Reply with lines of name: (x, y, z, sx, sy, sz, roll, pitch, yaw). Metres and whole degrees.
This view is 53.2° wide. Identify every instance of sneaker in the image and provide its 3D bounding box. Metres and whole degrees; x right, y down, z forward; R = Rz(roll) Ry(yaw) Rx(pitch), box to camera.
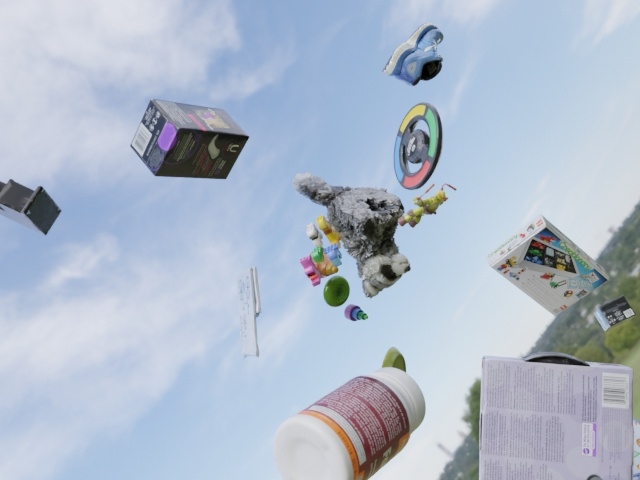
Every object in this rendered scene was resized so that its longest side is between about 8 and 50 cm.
sneaker: (0.327, -0.585, 2.066, 0.330, 0.147, 0.129, -50, -2, -39)

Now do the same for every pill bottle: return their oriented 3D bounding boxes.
pill bottle: (0.088, 0.473, 1.601, 0.392, 0.224, 0.224, -18, -40, -50)

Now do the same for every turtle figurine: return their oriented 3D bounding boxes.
turtle figurine: (0.404, -0.128, 2.411, 0.217, 0.087, 0.270, -40, -14, 35)

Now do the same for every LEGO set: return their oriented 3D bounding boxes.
LEGO set: (0.000, 0.000, 1.577, 0.087, 0.227, 0.093, -26, -64, 15)

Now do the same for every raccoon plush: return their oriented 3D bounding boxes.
raccoon plush: (0.106, -0.024, 2.060, 0.216, 0.446, 0.299, -22, -50, -31)

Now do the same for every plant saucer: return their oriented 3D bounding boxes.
plant saucer: (0.302, 0.555, 2.602, 0.241, 0.037, 0.240, -9, -80, -62)

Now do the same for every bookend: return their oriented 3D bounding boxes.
bookend: (-0.688, -0.095, 1.434, 0.156, 0.157, 0.072, 108, -173, -72)

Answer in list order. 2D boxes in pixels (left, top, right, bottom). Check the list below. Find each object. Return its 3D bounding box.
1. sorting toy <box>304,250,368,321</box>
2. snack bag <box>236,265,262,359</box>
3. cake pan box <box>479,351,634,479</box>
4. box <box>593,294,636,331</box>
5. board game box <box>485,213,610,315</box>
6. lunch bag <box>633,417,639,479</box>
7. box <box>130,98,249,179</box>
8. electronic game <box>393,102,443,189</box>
sorting toy: (0.083, 0.189, 2.453, 0.127, 0.126, 0.365, -48, -57, -22)
snack bag: (-0.273, 0.283, 2.455, 0.037, 0.342, 0.323, -2, -9, -17)
cake pan box: (0.396, 0.327, 1.093, 0.070, 0.246, 0.266, 25, -114, -78)
box: (0.658, 0.165, 1.432, 0.062, 0.052, 0.083, -27, -21, 6)
board game box: (0.639, 0.077, 1.793, 0.305, 0.053, 0.193, 35, -61, -25)
lunch bag: (0.705, 0.538, 1.575, 0.304, 0.243, 0.114, -5, -63, -22)
box: (-0.364, -0.279, 1.796, 0.270, 0.143, 0.165, -4, -46, -53)
electronic game: (0.251, -0.245, 1.669, 0.048, 0.229, 0.229, 6, -53, -22)
